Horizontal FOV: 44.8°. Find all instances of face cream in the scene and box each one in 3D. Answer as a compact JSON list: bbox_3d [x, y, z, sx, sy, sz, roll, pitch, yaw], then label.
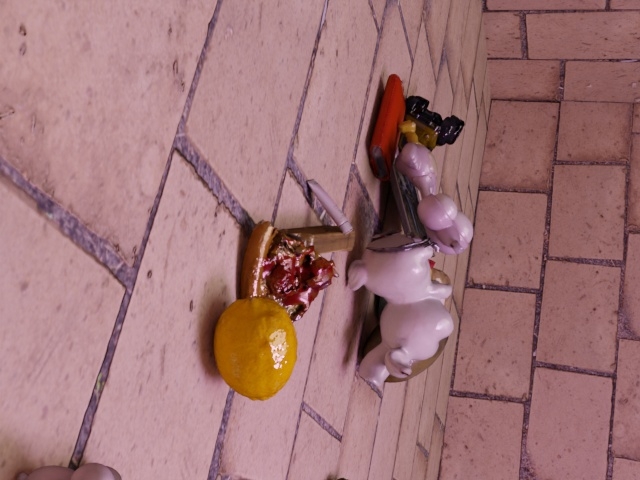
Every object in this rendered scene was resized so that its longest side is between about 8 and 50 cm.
[{"bbox_3d":[0.015,-0.060,1.345,0.115,0.020,0.038,53,22,5],"label":"face cream"}]

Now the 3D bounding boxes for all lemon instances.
[{"bbox_3d":[-0.086,0.145,1.030,0.114,0.114,0.155,-53,147,-59],"label":"lemon"}]

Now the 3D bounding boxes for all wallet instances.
[{"bbox_3d":[0.152,-0.256,1.764,0.142,0.045,0.204,67,33,-59],"label":"wallet"}]

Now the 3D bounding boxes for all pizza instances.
[{"bbox_3d":[-0.036,0.053,1.145,0.193,0.053,0.200,-23,119,-40],"label":"pizza"}]

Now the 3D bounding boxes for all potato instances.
[{"bbox_3d":[0.194,0.246,1.821,0.251,0.159,0.174,-38,156,-39],"label":"potato"}]

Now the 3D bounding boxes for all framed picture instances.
[{"bbox_3d":[0.226,-0.082,1.953,0.324,0.020,0.240,24,52,-71],"label":"framed picture"}]

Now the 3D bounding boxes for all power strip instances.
[{"bbox_3d":[0.000,0.000,1.331,0.305,0.064,0.044,-9,106,-72],"label":"power strip"}]

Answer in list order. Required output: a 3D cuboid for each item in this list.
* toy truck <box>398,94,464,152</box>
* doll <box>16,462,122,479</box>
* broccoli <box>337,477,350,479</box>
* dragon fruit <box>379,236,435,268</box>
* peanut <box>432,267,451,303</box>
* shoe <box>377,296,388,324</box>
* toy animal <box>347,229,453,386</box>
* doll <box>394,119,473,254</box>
[{"bbox_3d":[0.254,-0.263,1.958,0.165,0.147,0.224,-60,170,16],"label":"toy truck"},{"bbox_3d":[-0.187,0.238,0.706,0.160,0.161,0.059,99,6,-70],"label":"doll"},{"bbox_3d":[0.073,0.564,1.618,0.162,0.138,0.145,115,-40,-80],"label":"broccoli"},{"bbox_3d":[0.187,0.065,1.831,0.110,0.153,0.153,-66,162,2],"label":"dragon fruit"},{"bbox_3d":[0.279,0.143,2.135,0.159,0.143,0.291,-51,168,5],"label":"peanut"},{"bbox_3d":[0.204,0.190,1.965,0.251,0.100,0.103,78,26,-49],"label":"shoe"},{"bbox_3d":[0.180,0.141,1.653,0.247,0.183,0.309,-17,105,-38],"label":"toy animal"},{"bbox_3d":[0.237,-0.102,1.680,0.160,0.094,0.365,53,13,-47],"label":"doll"}]
